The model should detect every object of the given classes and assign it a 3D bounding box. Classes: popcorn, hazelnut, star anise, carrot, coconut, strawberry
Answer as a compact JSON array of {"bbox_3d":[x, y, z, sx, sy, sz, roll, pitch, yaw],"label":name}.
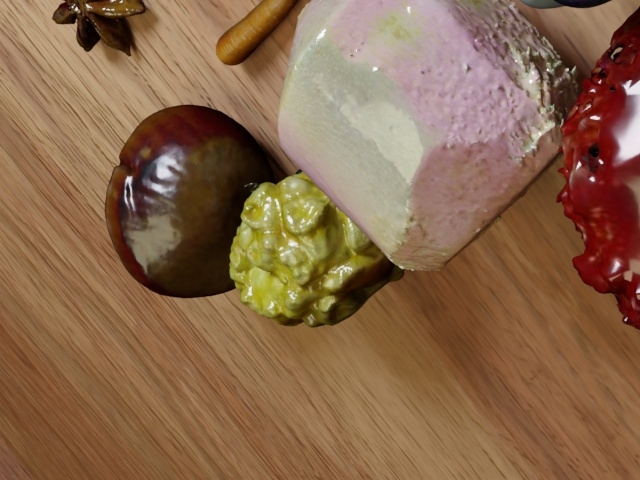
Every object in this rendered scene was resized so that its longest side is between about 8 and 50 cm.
[{"bbox_3d":[0.002,0.000,0.873,0.169,0.189,0.218,52,141,7],"label":"popcorn"},{"bbox_3d":[-0.158,-0.051,0.970,0.229,0.229,0.230,23,134,27],"label":"hazelnut"},{"bbox_3d":[-0.283,-0.297,0.983,0.167,0.057,0.168,24,134,28],"label":"star anise"},{"bbox_3d":[-0.053,-0.242,0.844,0.190,0.037,0.037,-31,98,46],"label":"carrot"},{"bbox_3d":[0.080,-0.120,0.678,0.245,0.233,0.233,48,140,9],"label":"coconut"},{"bbox_3d":[0.278,-0.045,0.564,0.274,0.274,0.220,61,169,-15],"label":"strawberry"}]

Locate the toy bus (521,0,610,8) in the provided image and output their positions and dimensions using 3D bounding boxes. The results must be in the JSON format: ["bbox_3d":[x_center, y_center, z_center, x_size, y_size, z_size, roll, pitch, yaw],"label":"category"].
[{"bbox_3d":[0.198,-0.288,0.470,0.232,0.194,0.287,56,140,3],"label":"toy bus"}]
